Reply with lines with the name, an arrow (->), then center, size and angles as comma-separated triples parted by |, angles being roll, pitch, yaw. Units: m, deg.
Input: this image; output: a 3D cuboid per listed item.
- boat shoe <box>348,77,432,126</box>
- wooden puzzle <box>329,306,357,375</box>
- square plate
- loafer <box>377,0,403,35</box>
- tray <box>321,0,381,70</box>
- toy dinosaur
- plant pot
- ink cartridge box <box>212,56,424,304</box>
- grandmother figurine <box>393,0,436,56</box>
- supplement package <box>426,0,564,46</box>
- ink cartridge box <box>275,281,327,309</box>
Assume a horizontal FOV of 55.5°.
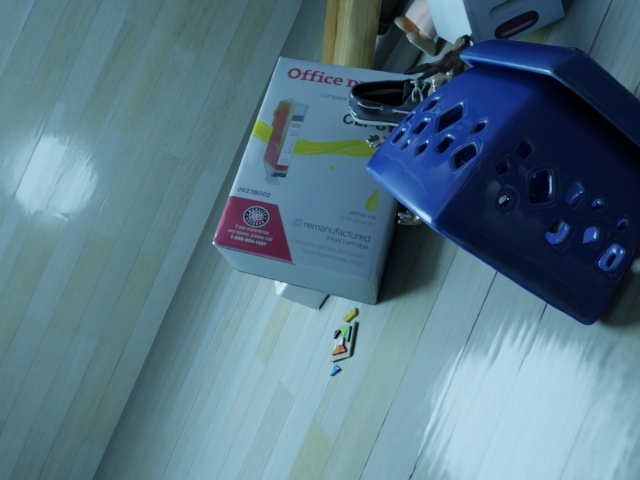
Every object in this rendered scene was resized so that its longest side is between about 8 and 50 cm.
boat shoe -> 0.145, -0.225, 0.983 | 0.065, 0.206, 0.075 | 61, -145, -63
wooden puzzle -> 0.040, 0.184, 1.114 | 0.078, 0.014, 0.116 | -41, 32, 48
square plate -> 0.186, -0.517, 1.470 | 0.344, 0.049, 0.347 | -58, 22, 21
loafer -> 0.158, -0.592, 1.414 | 0.087, 0.094, 0.251 | -27, 43, 65
tray -> 0.050, -0.361, 1.383 | 0.203, 0.076, 0.411 | -123, 38, -65
toy dinosaur -> 0.174, -0.143, 0.869 | 0.200, 0.127, 0.296 | 116, 146, -54
plant pot -> 0.223, -0.082, 0.665 | 0.212, 0.236, 0.236 | -55, 22, 11
ink cartridge box -> 0.011, -0.114, 1.089 | 0.160, 0.279, 0.385 | 68, -143, -68
grandmother figurine -> 0.287, -0.548, 1.200 | 0.342, 0.104, 0.208 | -49, 58, 30
supplement package -> 0.236, -0.449, 0.932 | 0.145, 0.262, 0.204 | -25, 29, 4
ink cartridge box -> 0.000, 0.000, 1.286 | 0.237, 0.100, 0.172 | -56, 23, 22
